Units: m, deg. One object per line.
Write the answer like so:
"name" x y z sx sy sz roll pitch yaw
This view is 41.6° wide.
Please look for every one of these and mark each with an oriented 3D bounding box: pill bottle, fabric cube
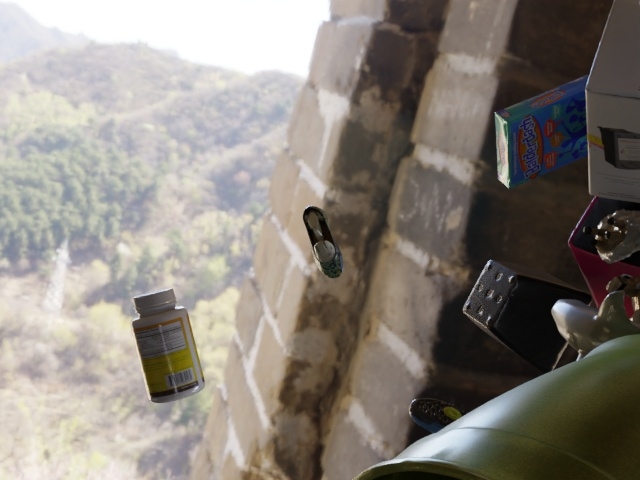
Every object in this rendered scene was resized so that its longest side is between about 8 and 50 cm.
"pill bottle" -0.310 0.208 1.689 0.117 0.215 0.117 -13 1 0
"fabric cube" 0.694 0.015 1.697 0.254 0.259 0.258 22 -21 42

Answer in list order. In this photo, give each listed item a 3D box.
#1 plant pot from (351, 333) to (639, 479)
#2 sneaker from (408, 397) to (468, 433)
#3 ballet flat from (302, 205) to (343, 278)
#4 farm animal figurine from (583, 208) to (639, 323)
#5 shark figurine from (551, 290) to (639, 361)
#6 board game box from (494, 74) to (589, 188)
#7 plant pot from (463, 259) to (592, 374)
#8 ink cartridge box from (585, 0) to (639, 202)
"plant pot" 0.261 0.267 0.771 0.366 0.366 0.353 22 37 37
"sneaker" 0.230 0.319 1.338 0.209 0.082 0.069 21 27 -3
"ballet flat" 0.000 0.000 1.965 0.070 0.070 0.188 7 51 -45
"farm animal figurine" 0.598 0.049 1.285 0.172 0.330 0.327 5 -31 -31
"shark figurine" 0.401 0.103 1.026 0.278 0.116 0.166 0 30 33
"board game box" 0.442 -0.210 1.636 0.210 0.160 0.047 -23 41 -11
"plant pot" 0.416 0.143 1.777 0.167 0.188 0.187 25 6 -21
"ink cartridge box" 0.560 -0.242 1.498 0.131 0.226 0.306 11 -27 26
